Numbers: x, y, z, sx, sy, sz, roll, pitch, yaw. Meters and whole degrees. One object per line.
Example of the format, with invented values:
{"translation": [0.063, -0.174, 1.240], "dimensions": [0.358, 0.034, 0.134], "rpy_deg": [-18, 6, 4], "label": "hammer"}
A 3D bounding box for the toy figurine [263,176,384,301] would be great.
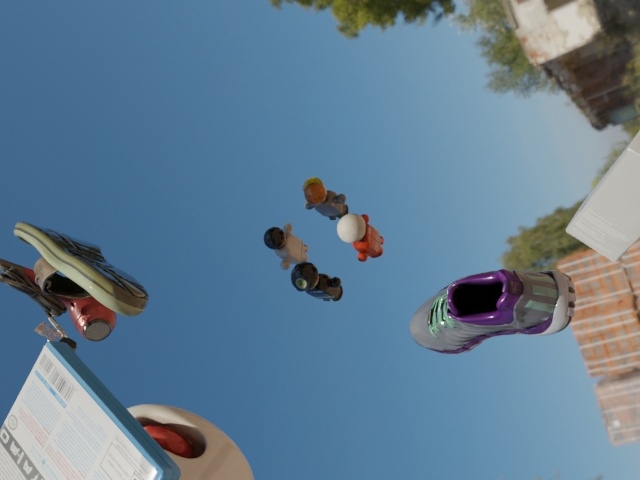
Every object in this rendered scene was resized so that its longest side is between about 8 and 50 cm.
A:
{"translation": [0.000, 0.000, 1.411], "dimensions": [0.209, 0.213, 0.148], "rpy_deg": [49, -171, 35], "label": "toy figurine"}

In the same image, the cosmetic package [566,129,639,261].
{"translation": [0.481, -0.084, 1.025], "dimensions": [0.127, 0.107, 0.238], "rpy_deg": [-47, -19, -25], "label": "cosmetic package"}

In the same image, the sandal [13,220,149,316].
{"translation": [-0.354, 0.047, 0.950], "dimensions": [0.120, 0.303, 0.086], "rpy_deg": [25, -88, -46], "label": "sandal"}

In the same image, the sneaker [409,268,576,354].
{"translation": [0.145, 0.064, 0.700], "dimensions": [0.098, 0.224, 0.083], "rpy_deg": [14, -113, -27], "label": "sneaker"}

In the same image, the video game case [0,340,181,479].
{"translation": [-0.149, 0.154, 0.357], "dimensions": [0.119, 0.166, 0.015], "rpy_deg": [32, -175, 35], "label": "video game case"}

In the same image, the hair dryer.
{"translation": [-0.457, 0.089, 1.219], "dimensions": [0.223, 0.080, 0.293], "rpy_deg": [54, -176, -4], "label": "hair dryer"}

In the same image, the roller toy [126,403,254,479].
{"translation": [-0.180, 0.285, 0.720], "dimensions": [0.209, 0.191, 0.146], "rpy_deg": [52, -148, -12], "label": "roller toy"}
